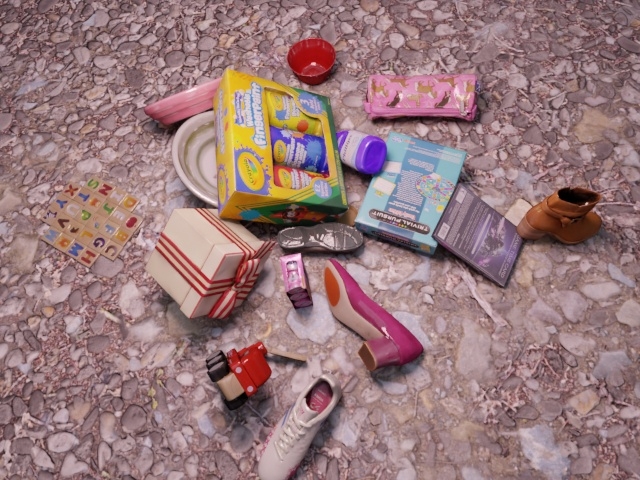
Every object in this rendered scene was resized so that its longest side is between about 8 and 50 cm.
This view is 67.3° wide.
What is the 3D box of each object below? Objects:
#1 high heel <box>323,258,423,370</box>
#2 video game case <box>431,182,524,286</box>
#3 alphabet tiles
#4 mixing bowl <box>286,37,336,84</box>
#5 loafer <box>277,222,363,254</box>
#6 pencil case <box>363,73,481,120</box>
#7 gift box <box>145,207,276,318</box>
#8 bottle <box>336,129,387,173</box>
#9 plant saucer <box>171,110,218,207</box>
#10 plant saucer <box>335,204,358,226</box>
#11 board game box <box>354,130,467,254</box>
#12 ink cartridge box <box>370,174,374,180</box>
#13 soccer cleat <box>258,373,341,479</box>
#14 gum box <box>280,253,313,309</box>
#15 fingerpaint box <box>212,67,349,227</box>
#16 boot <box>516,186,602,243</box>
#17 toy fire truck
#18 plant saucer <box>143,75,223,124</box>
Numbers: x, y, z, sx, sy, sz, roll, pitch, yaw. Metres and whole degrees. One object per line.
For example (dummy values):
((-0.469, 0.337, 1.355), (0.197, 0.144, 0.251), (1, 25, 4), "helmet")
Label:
((0.144, 0.204, 1.425), (0.181, 0.127, 0.377), (-8, 58, -30), "high heel")
((0.478, -0.016, 1.440), (0.274, 0.026, 0.196), (35, 70, -12), "video game case")
((-0.792, -0.073, 1.661), (0.342, 0.011, 0.285), (26, 71, 15), "alphabet tiles")
((-0.029, -0.651, 1.792), (0.181, 0.098, 0.181), (-2, 67, 5), "mixing bowl")
((0.000, 0.000, 1.521), (0.267, 0.084, 0.096), (1, 67, 2), "loafer")
((0.343, -0.493, 1.660), (0.386, 0.167, 0.160), (3, 102, 7), "pencil case")
((-0.298, 0.057, 1.409), (0.258, 0.276, 0.255), (40, 115, 22), "gift box")
((0.108, -0.298, 1.558), (0.092, 0.283, 0.118), (9, 107, -27), "bottle")
((-0.292, -0.250, 1.599), (0.400, 0.100, 0.400), (11, 59, -18), "plant saucer")
((0.084, -0.078, 1.577), (0.083, 0.015, 0.083), (-2, 66, 5), "plant saucer")
((0.284, -0.154, 1.506), (0.254, 0.079, 0.336), (19, 73, 13), "board game box")
((0.288, -0.184, 1.587), (0.224, 0.045, 0.223), (-12, 66, 0), "ink cartridge box")
((-0.063, 0.492, 1.274), (0.116, 0.143, 0.331), (31, 73, 17), "soccer cleat")
((-0.069, 0.122, 1.410), (0.062, 0.188, 0.107), (-12, 65, 1), "gum box")
((-0.132, -0.281, 1.511), (0.371, 0.163, 0.445), (7, 61, -28), "fingerpaint box")
((0.740, -0.085, 1.396), (0.283, 0.220, 0.109), (2, 63, -8), "boot")
((-0.167, 0.343, 1.323), (0.246, 0.217, 0.158), (-31, 96, -14), "toy fire truck")
((-0.446, -0.487, 1.687), (0.332, 0.332, 0.084), (-24, 110, -5), "plant saucer")
